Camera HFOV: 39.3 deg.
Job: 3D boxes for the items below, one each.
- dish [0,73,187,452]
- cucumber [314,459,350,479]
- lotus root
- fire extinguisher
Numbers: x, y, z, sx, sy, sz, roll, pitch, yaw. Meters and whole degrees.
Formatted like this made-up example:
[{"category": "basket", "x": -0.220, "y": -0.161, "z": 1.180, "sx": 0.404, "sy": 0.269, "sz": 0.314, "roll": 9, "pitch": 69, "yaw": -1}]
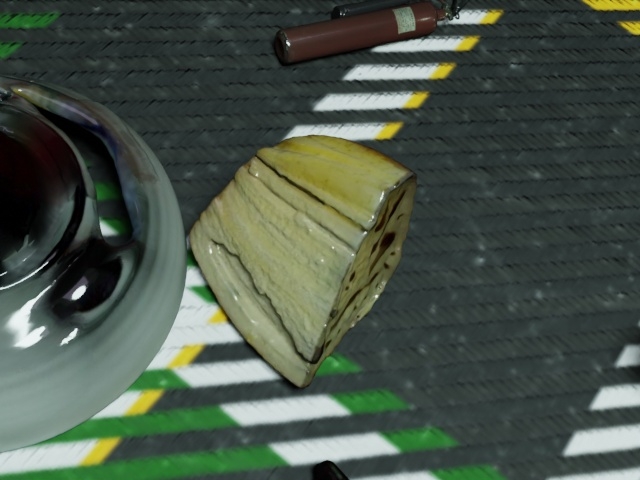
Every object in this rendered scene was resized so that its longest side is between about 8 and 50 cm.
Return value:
[{"category": "dish", "x": -0.217, "y": -0.016, "z": 0.560, "sx": 0.273, "sy": 0.134, "sz": 0.274, "roll": 5, "pitch": 61, "yaw": -9}, {"category": "cucumber", "x": 0.041, "y": 0.190, "z": 0.551, "sx": 0.135, "sy": 0.034, "sz": 0.033, "roll": 43, "pitch": 68, "yaw": 13}, {"category": "lotus root", "x": -0.003, "y": -0.002, "z": 0.622, "sx": 0.135, "sy": 0.095, "sz": 0.159, "roll": 42, "pitch": 103, "yaw": 18}, {"category": "fire extinguisher", "x": 0.043, "y": -0.184, "z": 0.757, "sx": 0.173, "sy": 0.035, "sz": 0.049, "roll": -15, "pitch": 28, "yaw": -17}]
